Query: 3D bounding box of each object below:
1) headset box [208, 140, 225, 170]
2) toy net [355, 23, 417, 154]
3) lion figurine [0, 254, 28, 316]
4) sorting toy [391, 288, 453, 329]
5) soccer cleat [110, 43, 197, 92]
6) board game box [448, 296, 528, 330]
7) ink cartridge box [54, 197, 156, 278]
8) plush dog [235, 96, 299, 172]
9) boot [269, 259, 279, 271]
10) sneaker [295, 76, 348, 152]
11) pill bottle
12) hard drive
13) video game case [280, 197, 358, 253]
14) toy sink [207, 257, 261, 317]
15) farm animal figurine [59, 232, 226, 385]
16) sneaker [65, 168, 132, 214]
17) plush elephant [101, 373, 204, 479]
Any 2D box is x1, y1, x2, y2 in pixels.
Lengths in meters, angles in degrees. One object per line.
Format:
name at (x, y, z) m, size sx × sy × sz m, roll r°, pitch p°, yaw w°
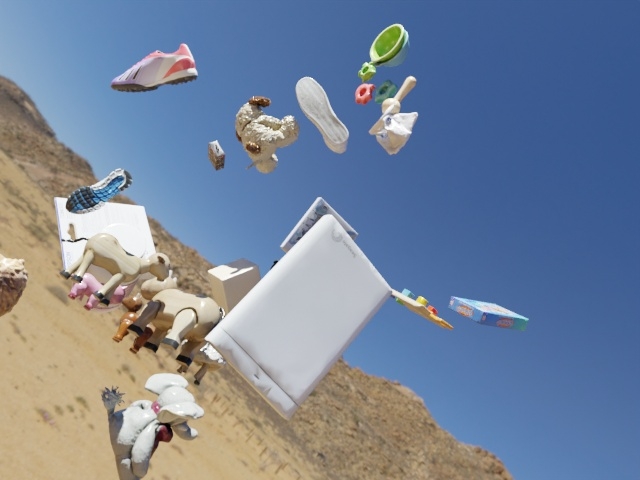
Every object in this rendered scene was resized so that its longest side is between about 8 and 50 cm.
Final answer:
headset box at (-0.341, -0.280, 1.529) m, size 0.062 × 0.032 × 0.083 m, roll 56°, pitch -28°, yaw 18°
toy net at (0.094, -0.233, 0.745) m, size 0.122 × 0.233 × 0.045 m, roll -21°, pitch -38°, yaw 37°
lion figurine at (-0.935, 0.195, 1.170) m, size 0.142 × 0.392 × 0.240 m, roll 46°, pitch -49°, yaw -1°
sorting toy at (0.349, 0.230, 1.665) m, size 0.196 × 0.047 × 0.347 m, roll 37°, pitch -6°, yaw -36°
soccer cleat at (-0.581, -0.586, 1.610) m, size 0.109 × 0.317 × 0.117 m, roll -54°, pitch 135°, yaw -72°
board game box at (0.570, 0.249, 1.591) m, size 0.210 × 0.047 × 0.160 m, roll 12°, pitch 7°, yaw -25°
ink cartridge box at (-0.789, -0.003, 1.719) m, size 0.071 × 0.329 × 0.324 m, roll -48°, pitch -127°, yaw 36°
plush dog at (-0.242, -0.406, 1.745) m, size 0.262 × 0.210 × 0.226 m, roll -48°, pitch -116°, yaw 34°
boot at (-0.135, 0.176, 1.478) m, size 0.076 × 0.198 × 0.137 m, roll -10°, pitch -39°, yaw 12°
sneaker at (0.006, -0.456, 1.753) m, size 0.293 × 0.108 × 0.169 m, roll 59°, pitch 1°, yaw 7°
pill bottle at (-0.610, 0.079, 1.359) m, size 0.169 × 0.169 × 0.301 m, roll 47°, pitch -47°, yaw -1°
hard drive at (-0.027, 0.150, 0.957) m, size 0.233 × 0.353 × 0.047 m, roll 50°, pitch -23°, yaw -17°
video game case at (0.000, 0.000, 2.386) m, size 0.300 × 0.329 × 0.036 m, roll 43°, pitch -15°, yaw -22°
toy sink at (-0.305, 0.206, 1.724) m, size 0.131 × 0.152 × 0.235 m, roll 19°, pitch -57°, yaw 50°
farm animal figurine at (-0.343, 0.127, 0.988) m, size 0.326 × 0.172 × 0.331 m, roll 23°, pitch -34°, yaw 13°
sneaker at (-0.608, -0.124, 1.277) m, size 0.082 × 0.190 × 0.072 m, roll -15°, pitch -70°, yaw 48°
plush elephant at (-0.477, 0.538, 1.382) m, size 0.272 × 0.255 × 0.331 m, roll -142°, pitch -136°, yaw -62°
